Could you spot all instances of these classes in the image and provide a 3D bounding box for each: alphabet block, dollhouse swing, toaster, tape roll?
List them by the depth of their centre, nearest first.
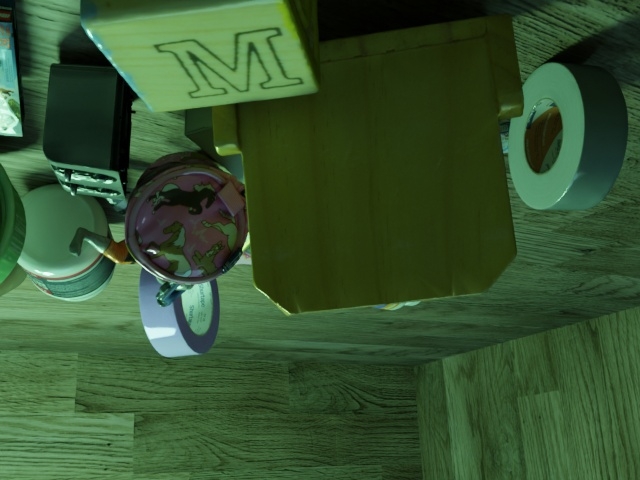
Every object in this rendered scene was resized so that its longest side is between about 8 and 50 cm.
[{"bbox_3d":[-0.113,-0.264,0.789,0.197,0.192,0.193,-4,164,9],"label":"alphabet block"},{"bbox_3d":[0.069,-0.098,0.959,0.346,0.305,0.315,-8,-172,7],"label":"dollhouse swing"},{"bbox_3d":[-0.332,-0.164,1.109,0.110,0.186,0.168,3,169,-11],"label":"toaster"},{"bbox_3d":[0.365,-0.154,1.143,0.072,0.219,0.219,2,161,-14],"label":"tape roll"},{"bbox_3d":[-0.341,0.145,1.867,0.090,0.275,0.275,-8,161,14],"label":"tape roll"}]

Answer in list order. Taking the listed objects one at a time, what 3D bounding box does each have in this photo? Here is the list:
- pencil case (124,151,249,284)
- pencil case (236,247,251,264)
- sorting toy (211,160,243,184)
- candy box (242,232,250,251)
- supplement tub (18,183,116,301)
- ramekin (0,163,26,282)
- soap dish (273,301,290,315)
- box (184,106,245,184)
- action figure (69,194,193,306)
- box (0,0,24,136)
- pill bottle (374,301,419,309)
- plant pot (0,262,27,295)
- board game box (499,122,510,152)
[{"bbox_3d":[-0.200,-0.048,1.128,0.167,0.160,0.386,17,-175,-15],"label":"pencil case"},{"bbox_3d":[-0.103,0.000,1.725,0.284,0.124,0.124,1,162,-13],"label":"pencil case"},{"bbox_3d":[-0.152,-0.122,1.470,0.229,0.041,0.307,10,156,-28],"label":"sorting toy"},{"bbox_3d":[-0.091,-0.051,1.455,0.105,0.027,0.206,-40,178,-43],"label":"candy box"},{"bbox_3d":[-0.525,0.014,1.573,0.191,0.191,0.272,0,161,-9],"label":"supplement tub"},{"bbox_3d":[-0.649,-0.028,1.273,0.303,0.304,0.148,-1,169,-6],"label":"ramekin"},{"bbox_3d":[0.000,0.000,1.465,0.118,0.229,0.291,21,152,-23],"label":"soap dish"},{"bbox_3d":[-0.096,-0.154,1.223,0.113,0.094,0.275,-14,152,21],"label":"box"},{"bbox_3d":[-0.271,-0.038,1.490,0.341,0.178,0.330,-41,153,13],"label":"action figure"},{"bbox_3d":[-0.482,-0.228,1.004,0.159,0.044,0.233,1,151,-17],"label":"box"},{"bbox_3d":[0.153,0.103,2.012,0.272,0.152,0.152,13,156,-38],"label":"pill bottle"},{"bbox_3d":[-0.744,0.040,1.599,0.263,0.263,0.229,-8,180,16],"label":"plant pot"},{"bbox_3d":[0.309,-0.179,1.381,0.090,0.020,0.090,-10,162,22],"label":"board game box"}]
